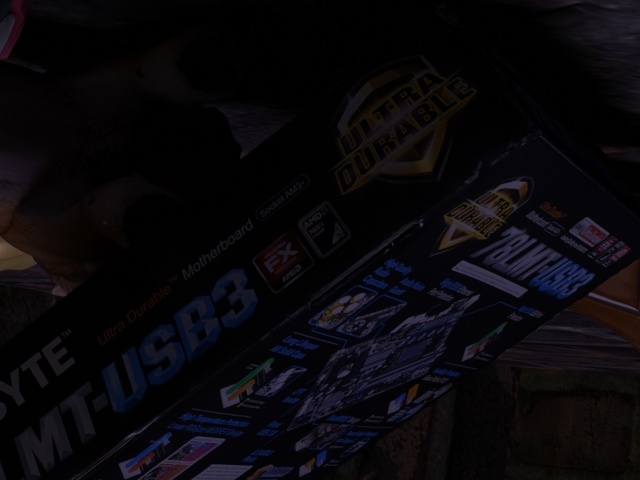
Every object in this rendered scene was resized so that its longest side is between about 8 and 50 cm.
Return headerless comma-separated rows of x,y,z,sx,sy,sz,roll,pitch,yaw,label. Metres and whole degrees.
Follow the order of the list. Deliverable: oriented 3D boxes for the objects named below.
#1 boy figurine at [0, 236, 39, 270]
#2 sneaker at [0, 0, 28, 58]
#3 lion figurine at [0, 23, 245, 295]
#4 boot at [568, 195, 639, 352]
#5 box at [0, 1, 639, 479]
-0.250,-0.019,1.295,0.285,0.092,0.177,13,173,-38,boy figurine
-0.230,-0.084,0.512,0.299,0.121,0.112,1,145,-6,sneaker
-0.184,-0.041,0.813,0.392,0.142,0.240,17,170,-23,lion figurine
0.133,0.031,1.062,0.280,0.096,0.264,8,163,-3,boot
-0.005,0.041,0.809,0.293,0.073,0.295,-38,163,11,box
